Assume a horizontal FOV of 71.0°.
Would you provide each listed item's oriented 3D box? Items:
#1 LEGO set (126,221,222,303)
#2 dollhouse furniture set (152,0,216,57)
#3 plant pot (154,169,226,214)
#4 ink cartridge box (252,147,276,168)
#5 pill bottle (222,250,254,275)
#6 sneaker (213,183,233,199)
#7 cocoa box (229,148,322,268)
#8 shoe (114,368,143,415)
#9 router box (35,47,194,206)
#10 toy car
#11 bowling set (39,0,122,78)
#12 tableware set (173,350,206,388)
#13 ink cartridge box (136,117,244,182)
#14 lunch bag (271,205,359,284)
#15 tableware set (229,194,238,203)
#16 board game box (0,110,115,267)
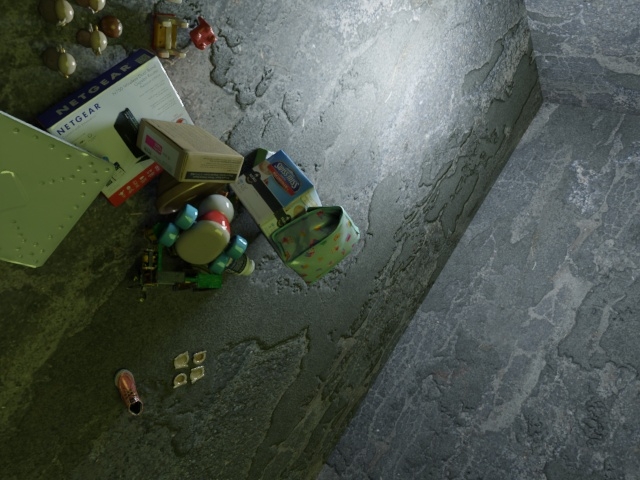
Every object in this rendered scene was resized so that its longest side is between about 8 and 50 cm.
[{"bbox_3d":[-0.491,0.070,1.531,0.331,0.192,0.255,-2,82,-49],"label":"LEGO set"},{"bbox_3d":[-0.371,-0.718,1.244,0.201,0.152,0.374,-18,140,-40],"label":"dollhouse furniture set"},{"bbox_3d":[-0.411,-0.181,1.380,0.237,0.237,0.110,-29,90,-33],"label":"plant pot"},{"bbox_3d":[-0.207,-0.236,1.705,0.109,0.062,0.209,6,107,-49],"label":"ink cartridge box"},{"bbox_3d":[-0.334,0.080,1.716,0.169,0.094,0.094,30,88,-49],"label":"pill bottle"},{"bbox_3d":[-0.383,-0.194,1.525,0.227,0.087,0.130,30,81,-55],"label":"sneaker"},{"bbox_3d":[-0.129,-0.106,1.640,0.228,0.231,0.347,-35,149,-6],"label":"cocoa box"},{"bbox_3d":[-0.684,0.547,1.612,0.063,0.081,0.178,-25,127,-36],"label":"shoe"},{"bbox_3d":[-0.539,-0.307,1.256,0.335,0.082,0.301,-44,148,-17],"label":"router box"},{"bbox_3d":[-0.354,-0.059,1.438,0.219,0.210,0.238,34,41,-25],"label":"toy car"},{"bbox_3d":[-0.568,-0.548,1.090,0.199,0.154,0.287,-18,123,-39],"label":"bowling set"},{"bbox_3d":[-0.526,0.514,1.806,0.141,0.020,0.169,-9,117,-43],"label":"tableware set"},{"bbox_3d":[-0.362,-0.247,1.244,0.193,0.234,0.088,-8,128,-50],"label":"ink cartridge box"},{"bbox_3d":[0.000,0.000,1.537,0.262,0.160,0.223,-35,148,3],"label":"lunch bag"},{"bbox_3d":[-0.332,-0.094,1.631,0.104,0.024,0.154,-89,-157,-84],"label":"tableware set"},{"bbox_3d":[-0.778,-0.128,1.076,0.390,0.050,0.390,-45,142,14],"label":"board game box"}]
